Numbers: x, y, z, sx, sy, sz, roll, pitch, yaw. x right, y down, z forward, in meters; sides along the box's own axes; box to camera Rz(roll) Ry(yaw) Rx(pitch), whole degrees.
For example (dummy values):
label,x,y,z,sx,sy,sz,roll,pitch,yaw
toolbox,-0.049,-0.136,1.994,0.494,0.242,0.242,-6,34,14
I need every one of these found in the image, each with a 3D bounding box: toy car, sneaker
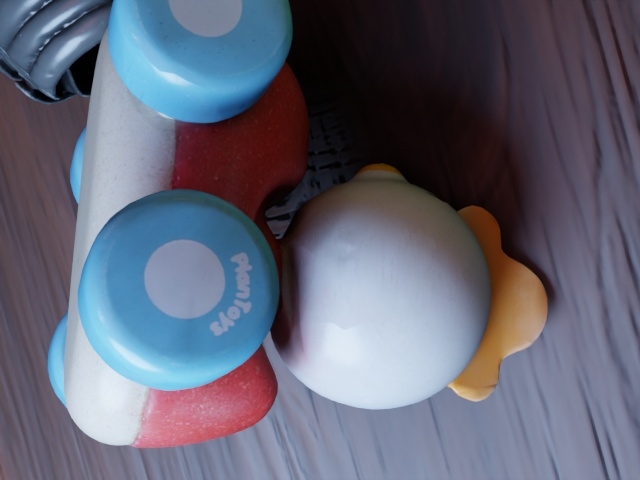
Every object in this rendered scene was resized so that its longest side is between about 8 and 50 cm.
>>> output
label,x,y,z,sx,sy,sz,roll,pitch,yaw
toy car,0.000,0.000,0.500,0.238,0.219,0.210,8,73,-17
sneaker,-0.199,-0.131,0.580,0.295,0.104,0.147,-18,106,40
